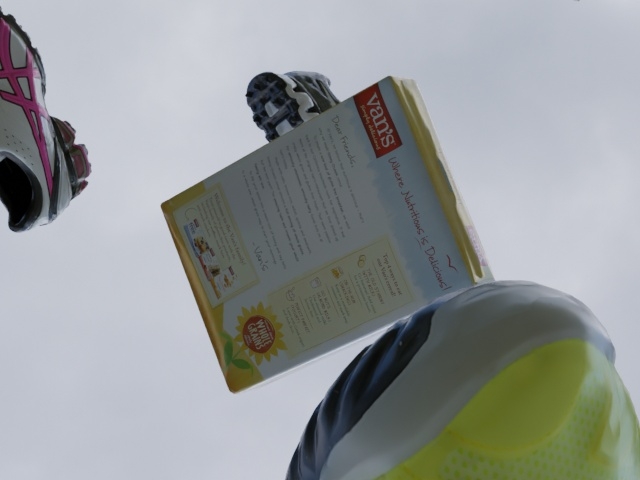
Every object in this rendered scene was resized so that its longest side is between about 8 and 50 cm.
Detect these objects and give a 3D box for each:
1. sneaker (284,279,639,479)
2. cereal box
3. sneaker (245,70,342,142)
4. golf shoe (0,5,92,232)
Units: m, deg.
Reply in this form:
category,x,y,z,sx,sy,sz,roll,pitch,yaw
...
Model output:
category,x,y,z,sx,sy,sz,roll,pitch,yaw
sneaker,0.076,0.197,0.421,0.145,0.147,0.385,-16,-66,-30
cereal box,0.000,0.000,1.039,0.047,0.240,0.173,-4,-109,-60
sneaker,0.023,-0.073,1.316,0.106,0.078,0.234,-25,-95,-44
golf shoe,-0.234,-0.094,0.954,0.186,0.067,0.086,62,-148,-21
